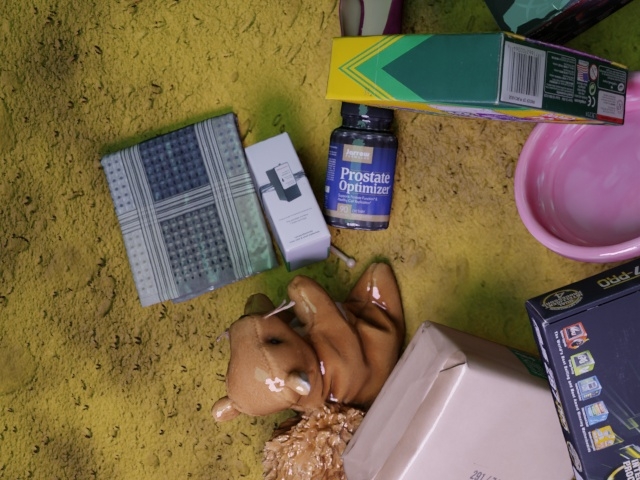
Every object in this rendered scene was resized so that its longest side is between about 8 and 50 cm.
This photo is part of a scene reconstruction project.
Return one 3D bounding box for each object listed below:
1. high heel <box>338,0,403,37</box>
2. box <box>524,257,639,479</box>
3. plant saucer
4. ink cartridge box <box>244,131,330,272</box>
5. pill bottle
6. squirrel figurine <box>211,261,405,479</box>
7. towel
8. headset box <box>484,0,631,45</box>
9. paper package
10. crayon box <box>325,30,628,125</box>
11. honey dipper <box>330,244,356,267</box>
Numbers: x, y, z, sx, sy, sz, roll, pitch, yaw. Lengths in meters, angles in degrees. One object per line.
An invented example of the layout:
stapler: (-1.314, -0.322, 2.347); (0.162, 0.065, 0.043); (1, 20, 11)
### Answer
high heel: (0.077, -0.427, 1.892); (0.127, 0.181, 0.377); (-15, 89, 23)
box: (0.514, 0.220, 1.680); (0.318, 0.097, 0.395); (-20, 110, -3)
plant saucer: (0.472, -0.108, 1.746); (0.332, 0.084, 0.332); (-20, 53, 29)
ink cartridge box: (-0.058, -0.067, 1.971); (0.086, 0.153, 0.208); (-20, 74, -5)
pill bottle: (0.072, -0.133, 1.952); (0.122, 0.123, 0.219); (8, 98, 22)
squirrel figurine: (-0.014, 0.258, 1.885); (0.281, 0.370, 0.397); (-16, 88, 22)
towel: (-0.253, -0.053, 2.139); (0.312, 0.056, 0.324); (-17, 86, 20)
headset box: (0.382, -0.395, 1.710); (0.218, 0.293, 0.110); (-32, 83, 22)
paper package: (0.249, 0.320, 1.798); (0.310, 0.324, 0.168); (-61, 29, 15)
crayon box: (0.243, -0.242, 1.696); (0.313, 0.363, 0.106); (7, 94, 42)
honey dipper: (0.000, 0.000, 2.046); (0.160, 0.030, 0.030); (37, 107, 11)
